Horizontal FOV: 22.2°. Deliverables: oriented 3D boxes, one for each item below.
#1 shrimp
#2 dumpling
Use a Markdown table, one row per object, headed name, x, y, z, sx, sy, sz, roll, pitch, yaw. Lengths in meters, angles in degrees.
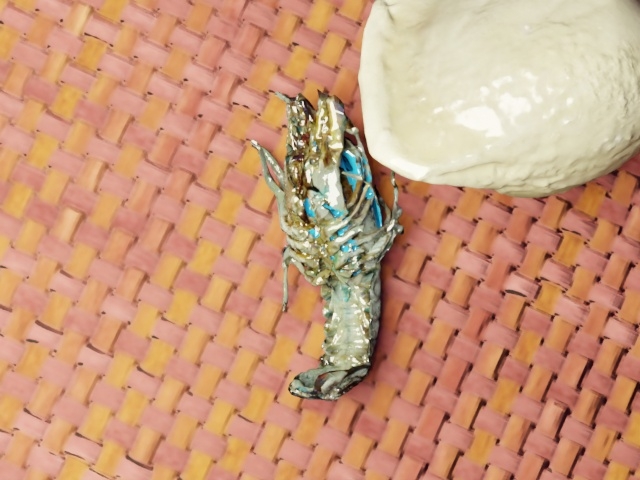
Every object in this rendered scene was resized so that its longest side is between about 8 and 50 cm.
| name | x | y | z | sx | sy | sz | roll | pitch | yaw |
| --- | --- | --- | --- | --- | --- | --- | --- | --- | --- |
| shrimp | 0.003 | 0.001 | 0.911 | 0.082 | 0.076 | 0.174 | -5 | 87 | 36 |
| dumpling | 0.113 | -0.104 | 0.896 | 0.215 | 0.126 | 0.166 | -27 | 70 | -4 |
